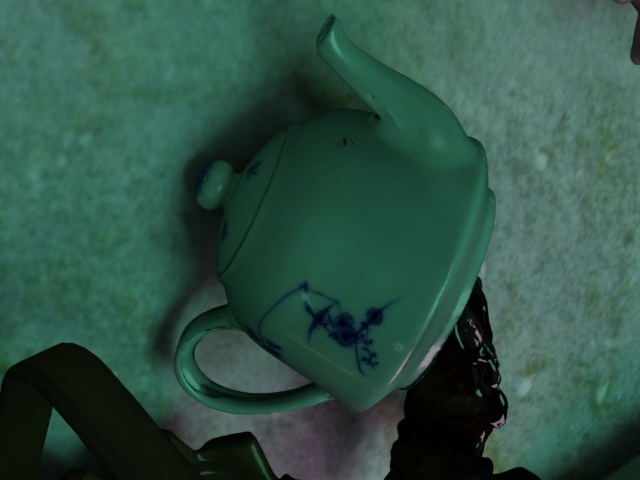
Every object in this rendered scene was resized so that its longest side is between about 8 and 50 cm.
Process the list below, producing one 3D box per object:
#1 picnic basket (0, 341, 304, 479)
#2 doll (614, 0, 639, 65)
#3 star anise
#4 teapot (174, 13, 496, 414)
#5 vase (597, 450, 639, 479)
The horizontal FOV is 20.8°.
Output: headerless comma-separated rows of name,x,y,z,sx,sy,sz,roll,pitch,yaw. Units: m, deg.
picnic basket,-0.081,0.223,0.863,0.291,0.254,0.321,-26,150,-34
doll,0.239,-0.198,1.055,0.211,0.093,0.262,-49,137,-23
star anise,0.089,0.133,1.035,0.272,0.102,0.272,11,90,-88
teapot,0.000,0.000,0.917,0.159,0.159,0.232,-1,127,-47
vase,0.296,0.212,1.379,0.360,0.165,0.165,-38,139,-29
